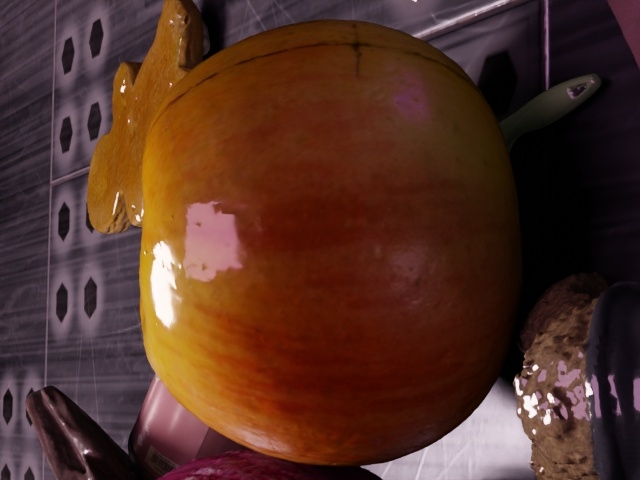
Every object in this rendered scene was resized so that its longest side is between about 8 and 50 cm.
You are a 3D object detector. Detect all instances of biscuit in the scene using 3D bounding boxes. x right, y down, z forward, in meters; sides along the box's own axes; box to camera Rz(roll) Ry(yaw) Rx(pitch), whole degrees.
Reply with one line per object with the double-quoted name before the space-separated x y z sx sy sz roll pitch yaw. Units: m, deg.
"biscuit" -0.172 -0.108 1.477 0.301 0.049 0.197 -49 41 47

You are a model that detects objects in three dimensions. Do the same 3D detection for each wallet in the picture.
"wallet" -0.161 0.237 1.277 0.049 0.229 0.182 -39 38 -3

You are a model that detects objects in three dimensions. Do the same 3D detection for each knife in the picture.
"knife" 0.124 -0.069 0.974 0.207 0.014 0.030 -29 64 59

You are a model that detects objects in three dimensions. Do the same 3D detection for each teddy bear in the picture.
"teddy bear" 0.167 0.081 0.757 0.251 0.129 0.182 -20 71 60

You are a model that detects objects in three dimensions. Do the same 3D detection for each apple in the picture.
"apple" 0.000 0.000 0.926 0.286 0.233 0.286 177 90 -82

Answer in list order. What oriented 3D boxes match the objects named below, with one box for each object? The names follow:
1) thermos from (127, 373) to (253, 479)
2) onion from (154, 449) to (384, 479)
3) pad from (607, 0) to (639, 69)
"thermos" -0.067 0.070 1.178 0.109 0.136 0.330 36 124 18
"onion" 0.016 0.218 0.932 0.349 0.267 0.159 -17 45 44
"pad" 0.220 -0.188 0.822 0.188 0.006 0.113 -55 41 43
